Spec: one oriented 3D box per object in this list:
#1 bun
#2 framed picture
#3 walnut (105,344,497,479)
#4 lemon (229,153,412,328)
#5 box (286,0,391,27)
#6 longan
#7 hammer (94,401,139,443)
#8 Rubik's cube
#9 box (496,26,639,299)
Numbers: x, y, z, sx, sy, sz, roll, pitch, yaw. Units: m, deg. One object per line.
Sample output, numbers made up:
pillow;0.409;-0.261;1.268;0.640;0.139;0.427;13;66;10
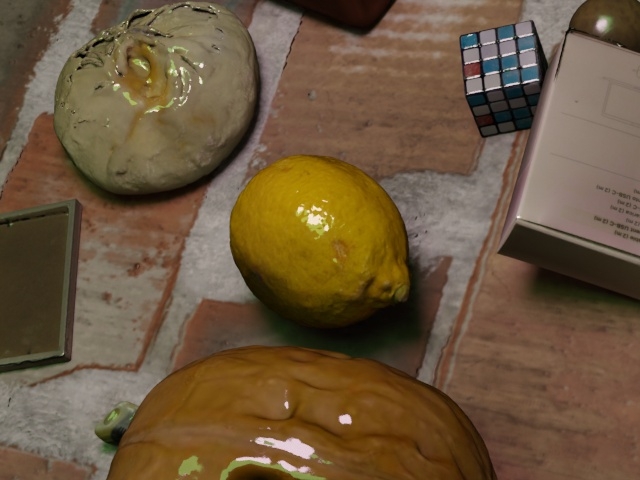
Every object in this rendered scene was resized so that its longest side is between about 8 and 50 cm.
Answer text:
bun;-0.220;-0.197;1.862;0.287;0.146;0.287;-10;59;17
framed picture;-0.458;0.073;1.868;0.314;0.024;0.232;-9;59;14
walnut;-0.017;0.274;1.407;0.397;0.308;0.354;9;66;9
lemon;0.000;0.000;1.641;0.256;0.188;0.188;36;78;34
box;-0.009;-0.460;1.824;0.229;0.339;0.239;29;74;28
longan;0.344;-0.231;1.708;0.106;0.106;0.119;-32;97;1
hammer;-0.162;0.261;1.637;0.159;0.041;0.226;-45;56;-9
Rubik's cube;0.222;-0.192;1.726;0.092;0.092;0.092;-11;58;14
box;0.324;-0.079;1.574;0.203;0.106;0.252;18;66;0
